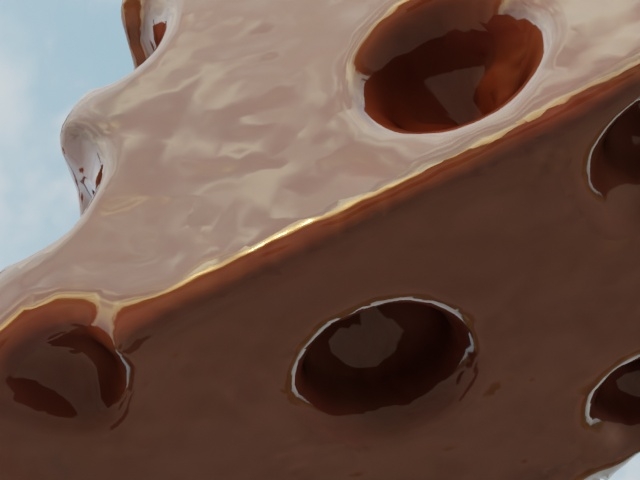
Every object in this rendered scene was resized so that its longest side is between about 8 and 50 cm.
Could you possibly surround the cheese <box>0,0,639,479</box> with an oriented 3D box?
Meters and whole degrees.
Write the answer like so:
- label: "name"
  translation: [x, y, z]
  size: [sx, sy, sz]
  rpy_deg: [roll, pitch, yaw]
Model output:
- label: "cheese"
  translation: [0.011, -0.022, 0.409]
  size: [0.203, 0.177, 0.128]
  rpy_deg: [-26, -48, 8]
